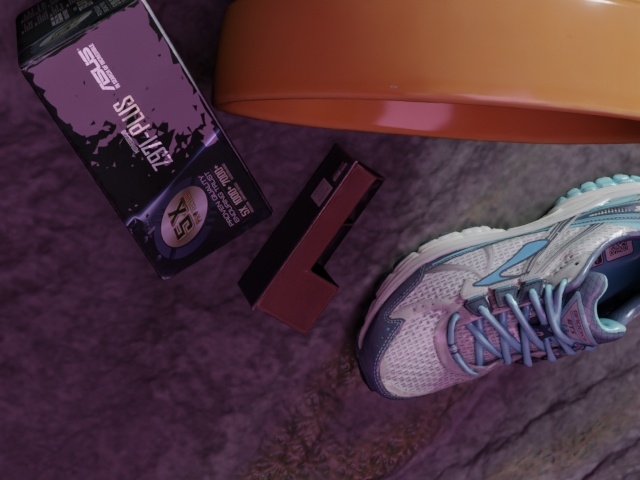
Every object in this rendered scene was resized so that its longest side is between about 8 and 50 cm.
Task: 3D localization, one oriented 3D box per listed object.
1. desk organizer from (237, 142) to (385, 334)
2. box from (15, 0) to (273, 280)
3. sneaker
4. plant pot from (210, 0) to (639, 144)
[{"bbox_3d":[0.000,0.000,0.829,0.050,0.047,0.130,31,98,-26],"label":"desk organizer"},{"bbox_3d":[-0.113,-0.080,0.691,0.078,0.180,0.147,-31,115,-3],"label":"box"},{"bbox_3d":[0.159,0.041,0.848,0.283,0.122,0.110,-29,115,-4],"label":"sneaker"},{"bbox_3d":[0.084,-0.169,0.681,0.291,0.291,0.203,2,92,-17],"label":"plant pot"}]
